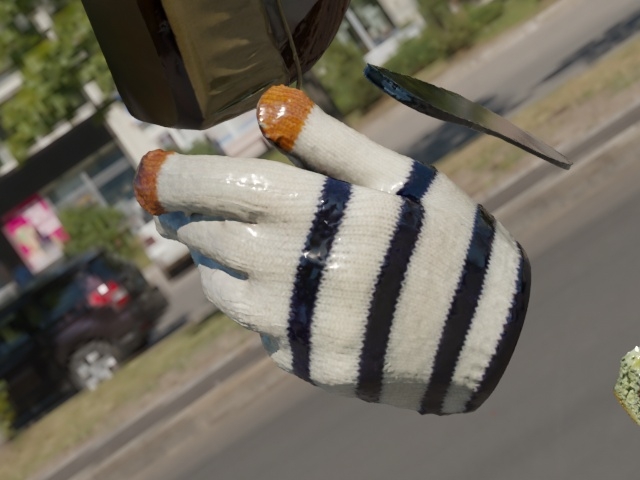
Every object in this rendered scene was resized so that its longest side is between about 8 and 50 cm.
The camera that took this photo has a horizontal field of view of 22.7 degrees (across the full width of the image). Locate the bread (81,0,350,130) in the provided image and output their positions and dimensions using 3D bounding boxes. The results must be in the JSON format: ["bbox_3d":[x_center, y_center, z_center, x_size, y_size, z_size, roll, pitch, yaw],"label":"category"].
[{"bbox_3d":[-0.065,-0.197,1.119,0.142,0.224,0.212,15,45,41],"label":"bread"}]

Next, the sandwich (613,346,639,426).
[{"bbox_3d":[0.225,0.070,0.929,0.093,0.035,0.105,5,-46,-37],"label":"sandwich"}]

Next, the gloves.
[{"bbox_3d":[-0.001,0.010,0.887,0.131,0.219,0.140,-90,22,-60],"label":"gloves"}]

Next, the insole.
[{"bbox_3d":[0.126,-0.098,1.298,0.012,0.110,0.309,-57,-26,13],"label":"insole"}]
